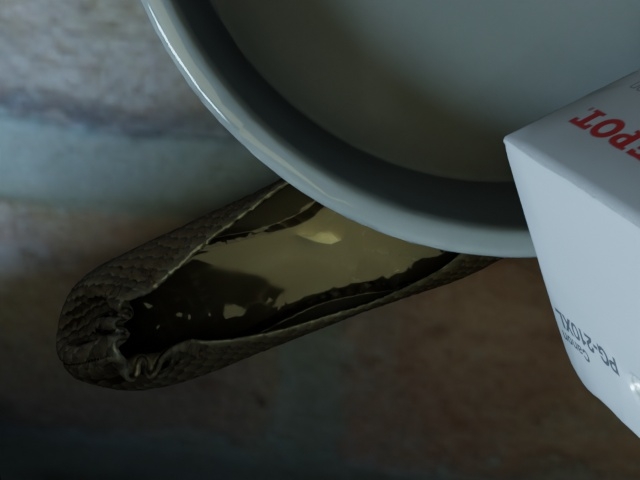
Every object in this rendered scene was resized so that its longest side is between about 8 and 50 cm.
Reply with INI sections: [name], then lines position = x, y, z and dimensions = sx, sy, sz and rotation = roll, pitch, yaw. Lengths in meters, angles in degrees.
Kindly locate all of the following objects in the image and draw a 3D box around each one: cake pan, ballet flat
[cake pan]
position = 0.071, -0.142, 0.480
dimensions = 0.293, 0.054, 0.293
rotation = -1, 99, -6
[ballet flat]
position = 0.000, 0.000, 0.556
dimensions = 0.250, 0.058, 0.084
rotation = -23, 100, 11

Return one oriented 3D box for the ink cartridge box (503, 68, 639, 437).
[ink cartridge box]
position = 0.199, -0.018, 0.401
dimensions = 0.237, 0.172, 0.100
rotation = -26, 114, -6
